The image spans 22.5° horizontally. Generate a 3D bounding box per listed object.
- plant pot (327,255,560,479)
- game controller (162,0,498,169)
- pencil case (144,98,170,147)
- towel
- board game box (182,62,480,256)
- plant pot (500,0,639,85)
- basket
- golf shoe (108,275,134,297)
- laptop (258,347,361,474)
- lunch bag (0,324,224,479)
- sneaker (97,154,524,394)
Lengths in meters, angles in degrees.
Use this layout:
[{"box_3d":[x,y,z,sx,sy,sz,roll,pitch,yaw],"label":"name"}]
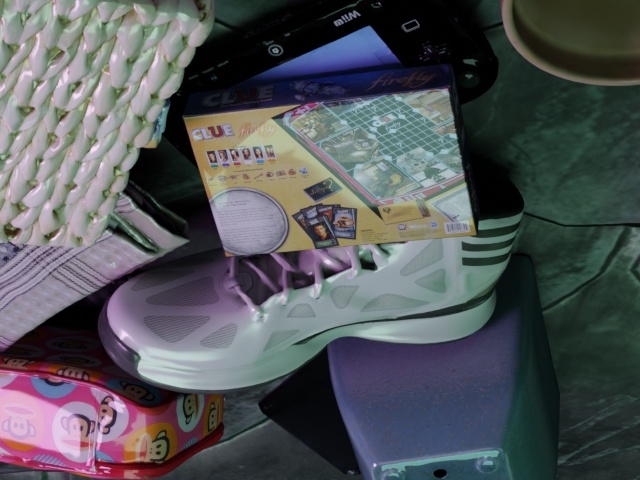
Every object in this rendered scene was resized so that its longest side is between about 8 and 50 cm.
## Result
[{"box_3d":[0.142,0.202,1.817,0.248,0.252,0.247,-9,128,10],"label":"plant pot"},{"box_3d":[-0.003,-0.143,1.472,0.319,0.067,0.166,-21,145,26],"label":"game controller"},{"box_3d":[-0.263,-0.144,1.389,0.273,0.124,0.113,5,143,-11],"label":"pencil case"},{"box_3d":[-0.340,-0.021,1.587,0.324,0.056,0.312,-30,124,35],"label":"towel"},{"box_3d":[0.013,-0.070,1.466,0.243,0.042,0.165,-5,127,13],"label":"board game box"},{"box_3d":[0.258,-0.237,1.298,0.237,0.109,0.237,-2,150,-1],"label":"plant pot"},{"box_3d":[-0.245,-0.202,1.100,0.266,0.331,0.328,8,148,-21],"label":"basket"},{"box_3d":[-0.142,0.074,1.818,0.198,0.094,0.077,20,136,11],"label":"golf shoe"},{"box_3d":[0.098,0.202,2.107,0.264,0.136,0.234,-12,160,-39],"label":"laptop"},{"box_3d":[-0.258,0.168,1.807,0.293,0.120,0.258,9,-166,20],"label":"lunch bag"},{"box_3d":[0.000,-0.001,1.619,0.448,0.169,0.257,-10,142,-22],"label":"sneaker"}]
